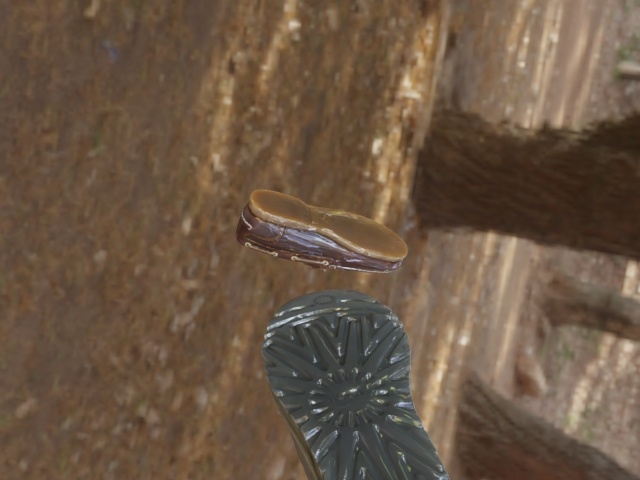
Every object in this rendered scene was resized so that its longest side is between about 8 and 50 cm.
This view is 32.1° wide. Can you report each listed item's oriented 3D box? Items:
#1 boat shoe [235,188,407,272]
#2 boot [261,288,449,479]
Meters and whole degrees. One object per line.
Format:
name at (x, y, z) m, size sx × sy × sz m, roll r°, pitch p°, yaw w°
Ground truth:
boat shoe at (0.000, 0.000, 1.351) m, size 0.073 × 0.207 × 0.073 m, roll -85°, pitch -164°, yaw -55°
boot at (0.018, 0.155, 0.552) m, size 0.189 × 0.076 × 0.208 m, roll -103°, pitch -174°, yaw -52°
